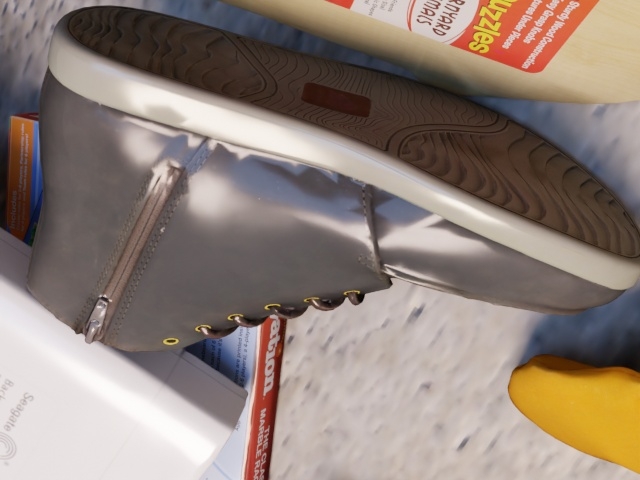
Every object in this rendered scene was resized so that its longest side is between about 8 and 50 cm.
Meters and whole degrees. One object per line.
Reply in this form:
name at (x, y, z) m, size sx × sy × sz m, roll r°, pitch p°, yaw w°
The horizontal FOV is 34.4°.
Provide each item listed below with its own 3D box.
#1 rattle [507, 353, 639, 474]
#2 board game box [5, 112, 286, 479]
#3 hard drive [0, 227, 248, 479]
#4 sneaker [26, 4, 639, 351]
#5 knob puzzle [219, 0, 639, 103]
rattle at (0.170, 0.007, 0.344) m, size 0.130 × 0.143 × 0.200 m, roll 22°, pitch 95°, yaw -12°
board game box at (-0.092, 0.090, 0.494) m, size 0.145 × 0.027 × 0.281 m, roll 13°, pitch 106°, yaw 22°
hard drive at (-0.239, 0.057, 0.456) m, size 0.353 × 0.047 × 0.233 m, roll 34°, pitch 114°, yaw -5°
sneaker at (0.000, 0.000, 0.392) m, size 0.222 × 0.083 × 0.118 m, roll 20°, pitch 121°, yaw 2°
knob puzzle at (0.063, -0.098, 0.316) m, size 0.213 × 0.213 × 0.030 m, roll 8°, pitch 69°, yaw 25°
